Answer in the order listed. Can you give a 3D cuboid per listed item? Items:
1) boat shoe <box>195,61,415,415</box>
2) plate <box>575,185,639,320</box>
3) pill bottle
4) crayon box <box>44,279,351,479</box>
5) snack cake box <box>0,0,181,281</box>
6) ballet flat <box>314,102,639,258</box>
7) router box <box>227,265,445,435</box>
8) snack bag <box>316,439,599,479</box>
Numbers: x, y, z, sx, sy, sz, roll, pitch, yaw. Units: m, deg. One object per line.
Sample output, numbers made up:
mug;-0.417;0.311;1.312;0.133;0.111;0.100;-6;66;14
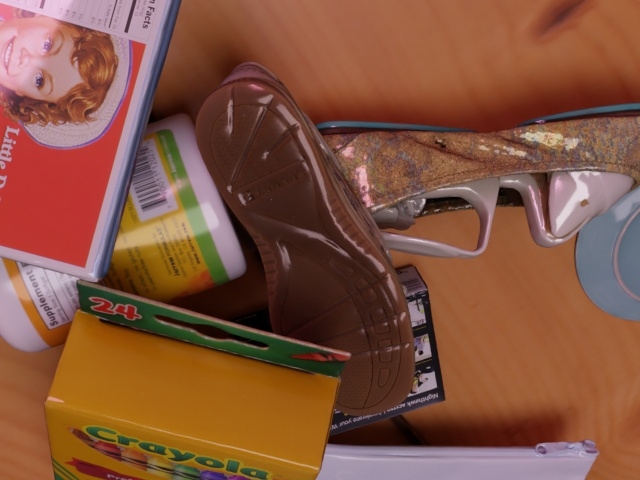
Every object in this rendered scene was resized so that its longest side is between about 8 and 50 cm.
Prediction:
boat shoe;0.000;0.000;0.864;0.104;0.089;0.285;-16;111;13
plate;0.332;0.001;1.084;0.188;0.024;0.188;-6;119;-10
pill bottle;-0.192;0.005;0.886;0.245;0.136;0.136;-20;121;-3
crayon box;-0.105;0.152;0.896;0.202;0.081;0.318;14;150;-2
snack cake box;-0.185;-0.118;0.774;0.152;0.089;0.264;16;88;-5
ballet flat;0.150;-0.044;0.954;0.348;0.123;0.123;-4;119;-9
router box;0.017;0.110;1.049;0.178;0.046;0.133;-15;122;-6
snack bag;0.087;0.324;1.173;0.323;0.037;0.343;3;123;-14
